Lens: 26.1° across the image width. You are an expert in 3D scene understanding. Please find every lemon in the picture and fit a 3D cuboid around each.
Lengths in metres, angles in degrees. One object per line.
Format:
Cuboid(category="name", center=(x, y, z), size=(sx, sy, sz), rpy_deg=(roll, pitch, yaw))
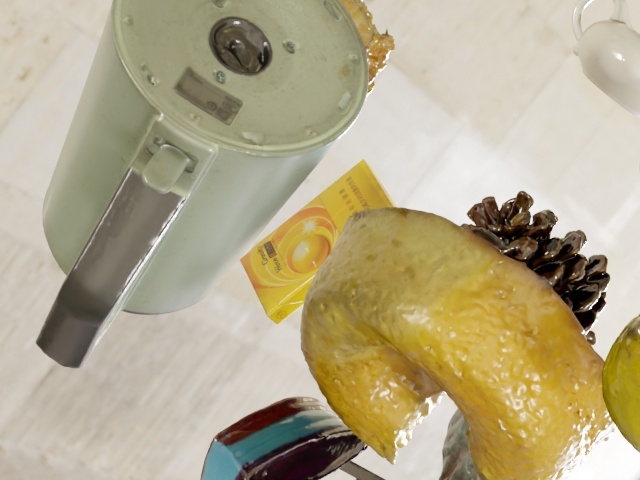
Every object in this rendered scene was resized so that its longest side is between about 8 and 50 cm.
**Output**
Cuboid(category="lemon", center=(0.384, 0.153, 1.408), size=(0.193, 0.180, 0.180), rpy_deg=(14, 8, -6))

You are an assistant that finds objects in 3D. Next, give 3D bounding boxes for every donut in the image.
Cuboid(category="donut", center=(0.130, 0.139, 1.679), size=(0.435, 0.163, 0.377), rpy_deg=(9, -40, 52))

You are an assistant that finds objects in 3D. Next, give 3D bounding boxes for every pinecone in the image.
Cuboid(category="pinecone", center=(0.320, 0.064, 2.158), size=(0.309, 0.244, 0.244), rpy_deg=(53, 0, -18))

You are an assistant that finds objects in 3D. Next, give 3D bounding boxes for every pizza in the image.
Cuboid(category="pizza", center=(0.022, -0.243, 1.979), size=(0.226, 0.335, 0.086), rpy_deg=(-10, -33, 44))

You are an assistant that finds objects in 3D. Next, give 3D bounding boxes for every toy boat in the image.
Cuboid(category="toy boat", center=(-0.036, 0.273, 1.805), size=(0.079, 0.136, 0.392), rpy_deg=(19, 9, 25))

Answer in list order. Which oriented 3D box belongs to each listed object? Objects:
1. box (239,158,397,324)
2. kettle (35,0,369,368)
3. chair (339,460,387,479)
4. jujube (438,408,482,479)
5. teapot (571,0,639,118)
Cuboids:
Cuboid(category="box", center=(0.000, 0.000, 2.231), size=(0.043, 0.269, 0.152), rpy_deg=(44, 11, -42))
Cuboid(category="kettle", center=(-0.155, -0.057, 1.380), size=(0.250, 0.361, 0.376), rpy_deg=(28, -36, -8))
Cuboid(category="chair", center=(0.096, 0.436, 1.940), size=(0.416, 0.203, 0.240), rpy_deg=(29, -6, -8))
Cuboid(category="jujube", center=(0.291, 0.411, 2.255), size=(0.226, 0.317, 0.226), rpy_deg=(9, -11, 2))
Cuboid(category="teapot", center=(0.517, -0.299, 2.278), size=(0.298, 0.139, 0.204), rpy_deg=(46, 21, 25))
